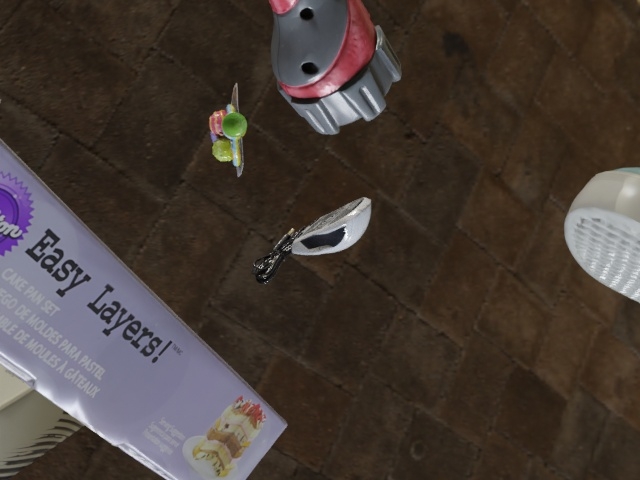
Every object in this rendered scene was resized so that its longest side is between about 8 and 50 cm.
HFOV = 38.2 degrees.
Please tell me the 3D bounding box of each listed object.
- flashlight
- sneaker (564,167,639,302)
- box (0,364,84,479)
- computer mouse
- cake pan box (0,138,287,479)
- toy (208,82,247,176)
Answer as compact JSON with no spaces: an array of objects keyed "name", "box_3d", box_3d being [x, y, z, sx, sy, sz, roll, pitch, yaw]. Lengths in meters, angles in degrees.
[{"name":"flashlight","box_3d":[-0.044,-0.211,0.701,0.304,0.103,0.103,47,35,-44]},{"name":"sneaker","box_3d":[0.315,-0.010,0.730,0.366,0.135,0.150,26,83,-47]},{"name":"box","box_3d":[-0.365,0.195,0.941,0.275,0.113,0.094,-33,134,-47]},{"name":"computer mouse","box_3d":[0.000,0.000,1.156,0.106,0.193,0.042,-42,102,-39]},{"name":"cake pan box","box_3d":[-0.161,-0.001,0.462,0.070,0.246,0.267,-49,139,-12]},{"name":"toy","box_3d":[-0.168,-0.189,1.638,0.056,0.237,0.137,-5,89,-11]}]
